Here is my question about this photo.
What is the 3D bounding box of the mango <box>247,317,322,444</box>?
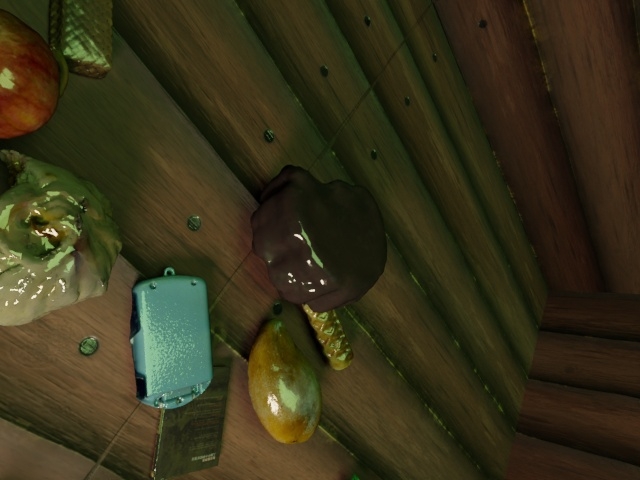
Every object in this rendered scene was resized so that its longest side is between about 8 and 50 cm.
[{"bbox_3d":[-0.092,0.358,1.061,0.192,0.146,0.317,-18,95,-52],"label":"mango"}]

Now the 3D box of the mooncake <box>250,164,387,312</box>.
[{"bbox_3d":[0.000,0.000,1.091,0.380,0.212,0.351,27,46,-36],"label":"mooncake"}]

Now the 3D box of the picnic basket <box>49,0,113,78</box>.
[{"bbox_3d":[-0.449,-0.417,0.796,0.110,0.054,0.194,2,85,-45],"label":"picnic basket"}]

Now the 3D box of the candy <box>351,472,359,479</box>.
[{"bbox_3d":[0.081,0.825,1.263,0.141,0.078,0.204,-19,114,-33],"label":"candy"}]

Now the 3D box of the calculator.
[{"bbox_3d":[-0.315,0.203,0.889,0.172,0.051,0.294,-1,82,-43],"label":"calculator"}]

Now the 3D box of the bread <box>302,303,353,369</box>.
[{"bbox_3d":[0.025,0.263,1.223,0.087,0.098,0.270,-23,110,0],"label":"bread"}]

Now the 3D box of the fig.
[{"bbox_3d":[-0.501,-0.253,0.653,0.205,0.205,0.206,3,86,-45],"label":"fig"}]

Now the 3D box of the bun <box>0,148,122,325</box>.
[{"bbox_3d":[-0.450,0.001,0.669,0.281,0.204,0.282,0,89,-47],"label":"bun"}]

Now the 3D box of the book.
[{"bbox_3d":[-0.288,0.404,0.941,0.160,0.024,0.229,13,79,-44],"label":"book"}]
